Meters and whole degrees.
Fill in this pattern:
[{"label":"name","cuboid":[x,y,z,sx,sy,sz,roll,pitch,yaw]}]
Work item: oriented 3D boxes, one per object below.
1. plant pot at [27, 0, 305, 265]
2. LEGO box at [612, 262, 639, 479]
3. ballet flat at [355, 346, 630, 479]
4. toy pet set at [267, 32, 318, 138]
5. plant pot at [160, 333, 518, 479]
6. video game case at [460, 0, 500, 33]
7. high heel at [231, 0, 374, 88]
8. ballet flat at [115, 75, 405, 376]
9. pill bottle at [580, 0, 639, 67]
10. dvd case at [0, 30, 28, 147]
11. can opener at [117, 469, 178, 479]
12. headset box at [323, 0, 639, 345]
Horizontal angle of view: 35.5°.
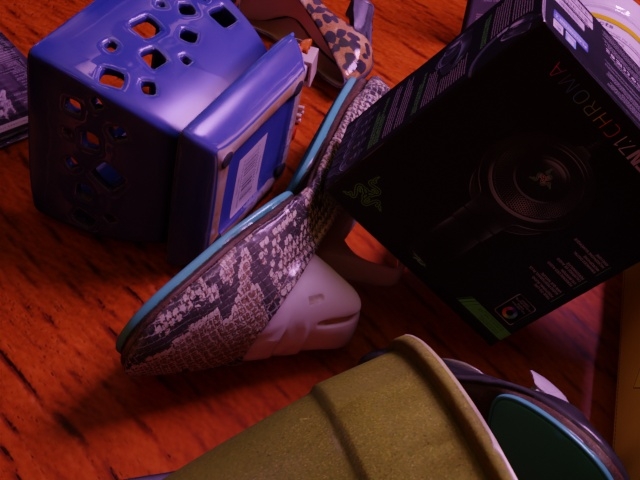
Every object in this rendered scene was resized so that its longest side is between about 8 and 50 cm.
[{"label":"plant pot","cuboid":[-0.156,-0.126,1.079,0.212,0.236,0.236,29,49,12]},{"label":"LEGO box","cuboid":[0.423,0.047,0.847,0.193,0.372,0.500,22,47,-3]},{"label":"ballet flat","cuboid":[0.160,0.153,0.906,0.280,0.095,0.096,22,30,32]},{"label":"toy pet set","cuboid":[-0.046,-0.209,1.236,0.065,0.122,0.114,14,45,5]},{"label":"plant pot","cuboid":[-0.044,0.290,0.630,0.353,0.366,0.366,-19,50,-8]},{"label":"video game case","cuboid":[0.303,-0.367,1.319,0.196,0.274,0.026,1,45,-5]},{"label":"high heel","cuboid":[-0.055,-0.283,1.328,0.261,0.093,0.186,10,44,-3]},{"label":"ballet flat","cuboid":[0.000,0.000,1.033,0.182,0.164,0.483,37,49,2]},{"label":"pill bottle","cuboid":[0.288,-0.155,1.174,0.188,0.188,0.334,21,47,14]},{"label":"dvd case","cuboid":[-0.430,-0.186,1.247,0.165,0.018,0.221,-27,54,-30]},{"label":"can opener","cuboid":[-0.157,0.247,0.837,0.284,0.076,0.095,-7,79,-13]},{"label":"headset box","cuboid":[0.179,-0.066,0.951,0.246,0.283,0.131,43,35,-17]}]
